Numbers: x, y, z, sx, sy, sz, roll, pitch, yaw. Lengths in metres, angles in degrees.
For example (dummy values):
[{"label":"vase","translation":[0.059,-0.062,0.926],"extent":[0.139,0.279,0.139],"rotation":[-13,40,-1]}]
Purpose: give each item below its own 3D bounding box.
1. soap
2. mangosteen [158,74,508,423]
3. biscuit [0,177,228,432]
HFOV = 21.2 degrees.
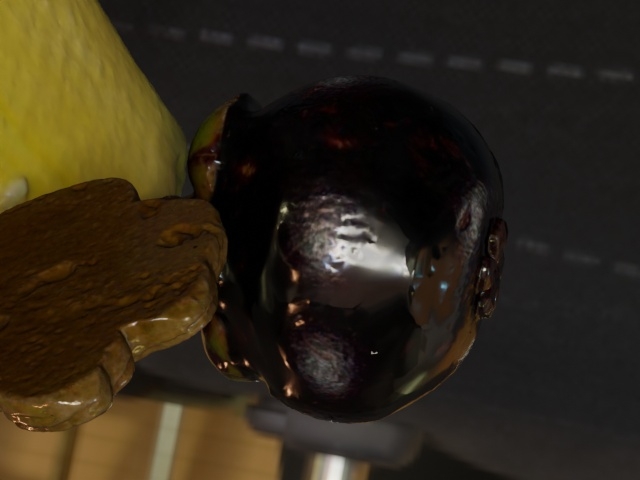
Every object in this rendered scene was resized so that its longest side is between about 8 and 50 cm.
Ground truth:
[{"label":"soap","translation":[-0.241,-0.113,1.339],"extent":[0.115,0.306,0.427],"rotation":[-7,138,25]},{"label":"mangosteen","translation":[0.005,-0.001,1.325],"extent":[0.233,0.287,0.287],"rotation":[-37,-155,-32]},{"label":"biscuit","translation":[-0.152,0.039,1.028],"extent":[0.208,0.041,0.290],"rotation":[-19,-154,0]}]
